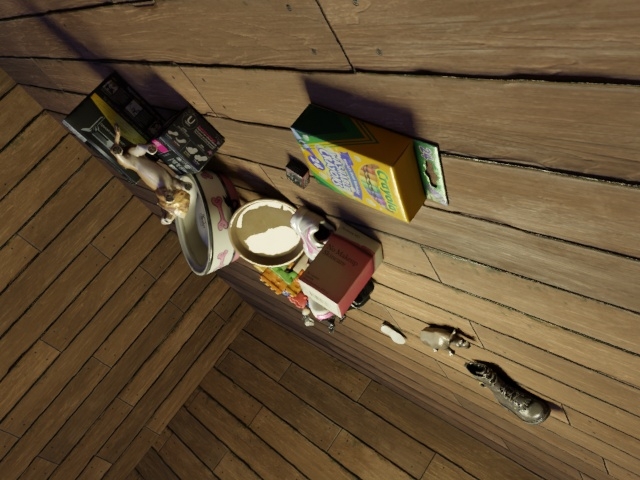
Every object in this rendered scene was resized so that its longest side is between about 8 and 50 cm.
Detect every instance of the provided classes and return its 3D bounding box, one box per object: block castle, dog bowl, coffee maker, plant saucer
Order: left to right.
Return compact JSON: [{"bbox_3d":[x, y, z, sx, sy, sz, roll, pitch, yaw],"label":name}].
[{"bbox_3d":[-0.415,-0.080,2.039,0.408,0.151,0.407,28,123,54],"label":"dog bowl"},{"bbox_3d":[-0.177,-0.030,1.888,0.278,0.278,0.041,46,-158,-25],"label":"plant saucer"},{"bbox_3d":[-0.175,0.106,2.228,0.453,0.212,0.303,42,163,-13],"label":"block castle"},{"bbox_3d":[0.107,0.206,1.989,0.120,0.171,0.178,23,166,-5],"label":"coffee maker"}]

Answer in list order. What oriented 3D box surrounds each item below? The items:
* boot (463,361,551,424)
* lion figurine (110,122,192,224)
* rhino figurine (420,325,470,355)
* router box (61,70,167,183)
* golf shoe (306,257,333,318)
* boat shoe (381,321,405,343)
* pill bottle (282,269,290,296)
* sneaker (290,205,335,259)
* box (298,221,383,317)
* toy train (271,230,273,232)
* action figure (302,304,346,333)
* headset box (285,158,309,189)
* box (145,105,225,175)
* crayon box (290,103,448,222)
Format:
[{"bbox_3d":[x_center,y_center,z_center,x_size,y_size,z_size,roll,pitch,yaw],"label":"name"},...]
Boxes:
[{"bbox_3d":[0.631,0.516,1.888,0.229,0.091,0.263,43,165,-19],"label":"boot"},{"bbox_3d":[-0.568,-0.224,1.839,0.392,0.142,0.240,55,161,-23],"label":"lion figurine"},{"bbox_3d":[0.426,0.340,1.873,0.106,0.073,0.243,38,162,-13],"label":"rhino figurine"},{"bbox_3d":[-0.684,-0.387,1.906,0.309,0.243,0.081,46,161,-24],"label":"router box"},{"bbox_3d":[-0.006,0.134,1.902,0.306,0.115,0.140,-93,-20,-50],"label":"golf shoe"},{"bbox_3d":[0.305,0.386,2.299,0.125,0.038,0.046,35,122,-11],"label":"boat shoe"},{"bbox_3d":[-0.162,0.202,2.632,0.187,0.112,0.112,30,162,25],"label":"pill bottle"},{"bbox_3d":[0.000,0.000,1.783,0.111,0.103,0.252,25,160,41],"label":"sneaker"},{"bbox_3d":[0.064,0.088,1.658,0.149,0.232,0.126,31,162,21],"label":"box"},{"bbox_3d":[-0.114,-0.018,1.982,0.046,0.125,0.166,-18,129,23],"label":"toy train"},{"bbox_3d":[-0.005,0.313,2.538,0.276,0.164,0.141,40,-159,-26],"label":"action figure"},{"bbox_3d":[-0.064,-0.187,1.539,0.062,0.032,0.083,34,164,12],"label":"headset box"},{"bbox_3d":[-0.441,-0.315,1.778,0.163,0.142,0.247,44,164,-23],"label":"box"},{"bbox_3d":[0.105,-0.159,1.185,0.323,0.083,0.203,26,160,32],"label":"crayon box"}]
